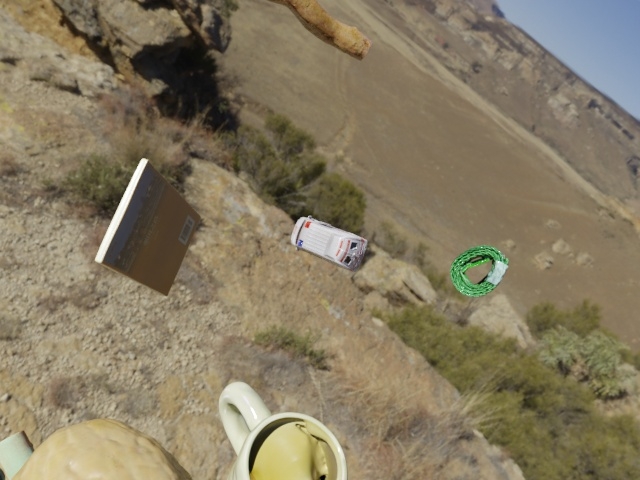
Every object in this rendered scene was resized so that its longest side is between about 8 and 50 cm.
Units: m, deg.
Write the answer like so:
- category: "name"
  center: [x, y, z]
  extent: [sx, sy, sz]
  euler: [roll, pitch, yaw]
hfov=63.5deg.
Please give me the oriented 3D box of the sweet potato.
- category: "sweet potato"
  center: [-0.021, -0.471, 1.072]
  extent: [0.281, 0.067, 0.059]
  euler: [31, 70, -16]

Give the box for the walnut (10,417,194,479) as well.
- category: "walnut"
  center: [-0.306, 0.402, 0.730]
  extent: [0.252, 0.277, 0.313]
  euler: [-38, 58, -23]

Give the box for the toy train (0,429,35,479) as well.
- category: "toy train"
  center: [-0.670, 0.559, 1.130]
  extent: [0.177, 0.116, 0.286]
  euler: [-25, 81, -54]

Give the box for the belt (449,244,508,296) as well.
- category: "belt"
  center: [0.410, 0.076, 1.335]
  extent: [0.121, 0.151, 0.079]
  euler: [55, 17, 13]

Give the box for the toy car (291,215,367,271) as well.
- category: "toy car"
  center: [0.000, 0.000, 1.199]
  extent: [0.209, 0.090, 0.108]
  euler: [23, 4, 38]

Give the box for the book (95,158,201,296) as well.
- category: "book"
  center: [-0.428, -0.014, 1.343]
  extent: [0.028, 0.263, 0.374]
  euler: [17, -15, 12]

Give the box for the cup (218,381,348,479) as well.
- category: "cup"
  center: [-0.095, 0.372, 0.841]
  extent: [0.255, 0.202, 0.173]
  euler: [32, 49, 8]
